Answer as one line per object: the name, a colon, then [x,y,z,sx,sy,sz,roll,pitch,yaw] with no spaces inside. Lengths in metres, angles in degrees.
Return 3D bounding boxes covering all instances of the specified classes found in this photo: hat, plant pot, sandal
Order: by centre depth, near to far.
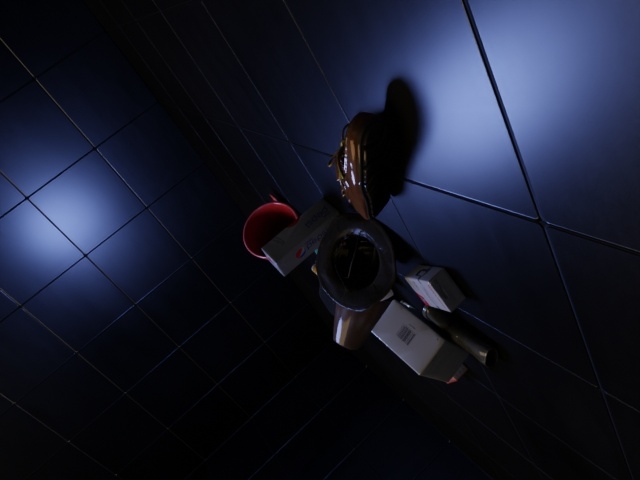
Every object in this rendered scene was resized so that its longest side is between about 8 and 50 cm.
hat: [0.140,0.069,1.648,0.134,0.331,0.331,6,-156,-43]
plant pot: [0.141,0.295,2.016,0.215,0.231,0.215,21,-173,-3]
plant pot: [-0.190,-0.013,2.444,0.275,0.275,0.243,44,178,24]
sandal: [0.073,0.239,2.673,0.167,0.107,0.446,43,154,34]

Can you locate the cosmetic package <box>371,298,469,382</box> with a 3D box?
cosmetic package: [0.326,0.328,1.693,0.224,0.138,0.224,27,-170,-49]

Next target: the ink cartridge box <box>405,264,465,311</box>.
ink cartridge box: [0.315,0.129,1.445,0.109,0.063,0.150,52,168,-11]

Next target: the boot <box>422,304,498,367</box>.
boot: [0.409,0.272,1.530,0.189,0.076,0.208,40,-176,-42]

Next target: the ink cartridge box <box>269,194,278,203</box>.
ink cartridge box: [-0.218,-0.169,2.569,0.063,0.029,0.115,35,162,52]

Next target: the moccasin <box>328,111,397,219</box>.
moccasin: [0.089,-0.174,1.181,0.147,0.139,0.380,37,175,15]

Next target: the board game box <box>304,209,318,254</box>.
board game box: [0.000,0.000,2.042,0.160,0.047,0.210,62,-172,-47]

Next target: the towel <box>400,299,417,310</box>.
towel: [0.330,0.299,1.887,0.152,0.023,0.113,38,126,44]

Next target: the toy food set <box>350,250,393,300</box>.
toy food set: [0.144,0.080,1.915,0.220,0.092,0.306,53,176,-19]

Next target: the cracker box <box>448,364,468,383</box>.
cracker box: [0.431,0.425,1.962,0.232,0.067,0.156,47,168,15]

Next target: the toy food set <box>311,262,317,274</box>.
toy food set: [0.042,0.093,2.177,0.232,0.111,0.104,8,-155,-47]

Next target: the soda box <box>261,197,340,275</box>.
soda box: [-0.059,-0.014,1.823,0.098,0.286,0.091,42,167,36]
